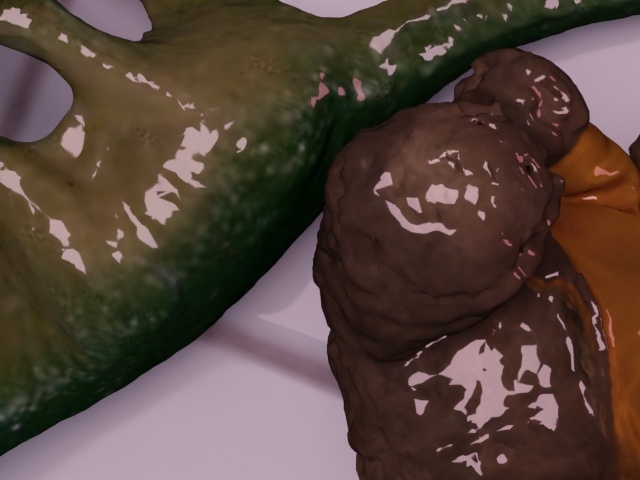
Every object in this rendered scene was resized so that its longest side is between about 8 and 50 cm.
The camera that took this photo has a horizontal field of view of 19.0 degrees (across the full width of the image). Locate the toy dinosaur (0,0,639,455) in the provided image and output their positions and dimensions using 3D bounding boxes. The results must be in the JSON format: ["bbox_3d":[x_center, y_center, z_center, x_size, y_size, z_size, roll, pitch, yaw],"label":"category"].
[{"bbox_3d":[0.000,0.000,0.609,0.301,0.087,0.447,24,94,-9],"label":"toy dinosaur"}]

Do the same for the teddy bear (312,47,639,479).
[{"bbox_3d":[0.094,0.024,0.554,0.190,0.140,0.177,-23,87,-9],"label":"teddy bear"}]
